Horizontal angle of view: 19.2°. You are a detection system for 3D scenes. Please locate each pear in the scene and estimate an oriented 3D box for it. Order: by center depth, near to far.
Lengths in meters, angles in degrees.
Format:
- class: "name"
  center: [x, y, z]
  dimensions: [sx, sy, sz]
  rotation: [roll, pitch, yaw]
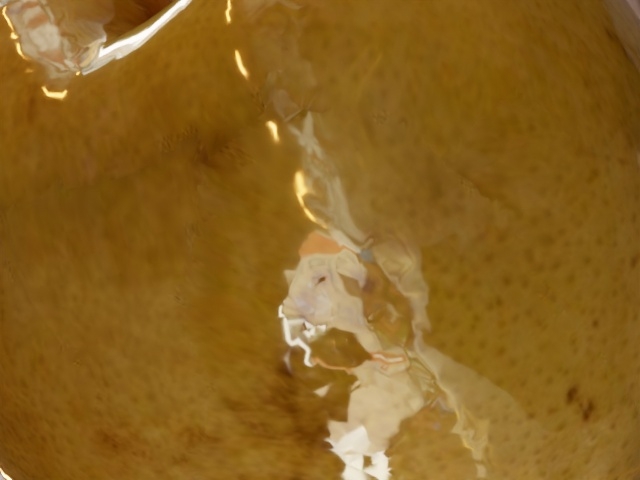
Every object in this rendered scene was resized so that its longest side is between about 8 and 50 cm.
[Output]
- class: "pear"
  center: [0.000, 0.000, 0.723]
  dimensions: [0.314, 0.314, 0.314]
  rotation: [163, 90, -86]
